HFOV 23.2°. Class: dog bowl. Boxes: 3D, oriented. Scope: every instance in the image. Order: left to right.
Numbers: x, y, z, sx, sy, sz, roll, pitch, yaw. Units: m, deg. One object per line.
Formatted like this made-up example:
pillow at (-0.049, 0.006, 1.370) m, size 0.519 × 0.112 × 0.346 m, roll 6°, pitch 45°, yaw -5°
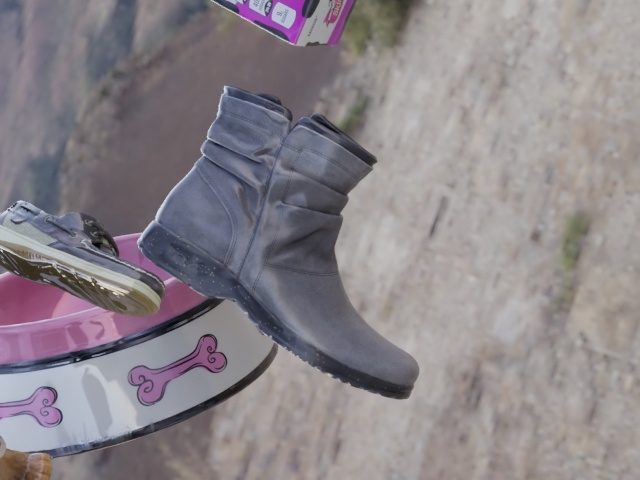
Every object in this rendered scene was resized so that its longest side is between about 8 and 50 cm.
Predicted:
dog bowl at (-0.265, 0.110, 1.869) m, size 0.408 × 0.408 × 0.150 m, roll -139°, pitch 34°, yaw -73°

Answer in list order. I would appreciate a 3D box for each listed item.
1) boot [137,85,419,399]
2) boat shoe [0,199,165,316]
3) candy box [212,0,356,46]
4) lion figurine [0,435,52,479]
boot at (0.000, 0.000, 1.608) m, size 0.222 × 0.338 × 0.118 m, roll -57°, pitch 6°, yaw 2°
boat shoe at (-0.156, 0.006, 0.992) m, size 0.049 × 0.152 × 0.056 m, roll -58°, pitch -33°, yaw -21°
candy box at (-0.065, -0.263, 1.148) m, size 0.071 × 0.233 × 0.159 m, roll -11°, pitch -52°, yaw -61°
lion figurine at (-0.361, 0.138, 1.243) m, size 0.392 × 0.240 × 0.142 m, roll 27°, pitch 85°, yaw 39°
